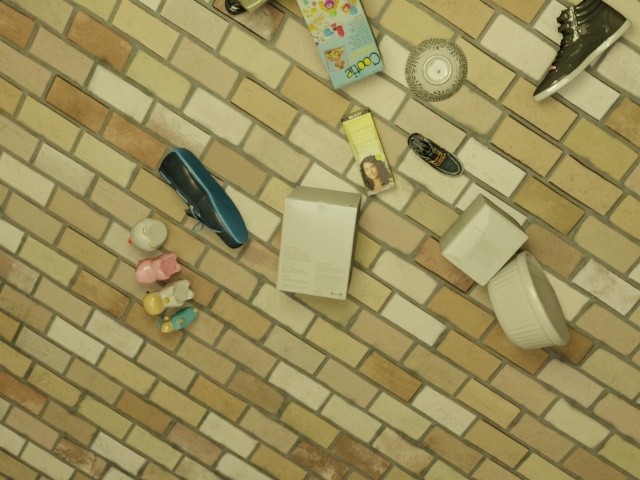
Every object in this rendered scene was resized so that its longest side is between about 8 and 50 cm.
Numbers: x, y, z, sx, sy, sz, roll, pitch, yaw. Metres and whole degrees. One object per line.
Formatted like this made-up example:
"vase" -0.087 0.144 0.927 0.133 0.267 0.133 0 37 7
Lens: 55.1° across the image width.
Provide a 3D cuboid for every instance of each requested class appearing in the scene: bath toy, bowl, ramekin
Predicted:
"bath toy" -0.500 0.103 1.875 0.129 0.151 0.348 -3 108 45
"bowl" 0.309 -0.453 1.629 0.170 0.080 0.170 2 105 6
"ramekin" 0.562 0.173 1.682 0.127 0.273 0.273 -26 101 27

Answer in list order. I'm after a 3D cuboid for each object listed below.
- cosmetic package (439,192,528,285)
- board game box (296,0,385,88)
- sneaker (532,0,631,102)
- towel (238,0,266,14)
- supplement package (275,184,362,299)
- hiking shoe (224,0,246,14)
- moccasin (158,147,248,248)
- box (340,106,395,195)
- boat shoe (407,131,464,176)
"cosmetic package" 0.446 -0.005 1.697 0.151 0.151 0.183 38 108 -4
"board game box" 0.046 -0.555 1.560 0.144 0.142 0.275 -19 122 12
"sneaker" 0.626 -0.496 1.567 0.296 0.104 0.147 -44 94 10
"towel" -0.121 -0.737 1.526 0.324 0.056 0.312 -37 62 5
"supplement package" 0.000 0.000 1.734 0.199 0.198 0.262 8 107 6
"hiking shoe" -0.177 -0.690 1.610 0.227 0.114 0.086 -42 96 16
"moccasin" -0.342 -0.111 1.801 0.117 0.138 0.342 -37 84 20
"box" 0.136 -0.249 1.720 0.087 0.058 0.232 -19 101 12
"boat shoe" 0.315 -0.229 1.688 0.183 0.083 0.065 33 107 -2
